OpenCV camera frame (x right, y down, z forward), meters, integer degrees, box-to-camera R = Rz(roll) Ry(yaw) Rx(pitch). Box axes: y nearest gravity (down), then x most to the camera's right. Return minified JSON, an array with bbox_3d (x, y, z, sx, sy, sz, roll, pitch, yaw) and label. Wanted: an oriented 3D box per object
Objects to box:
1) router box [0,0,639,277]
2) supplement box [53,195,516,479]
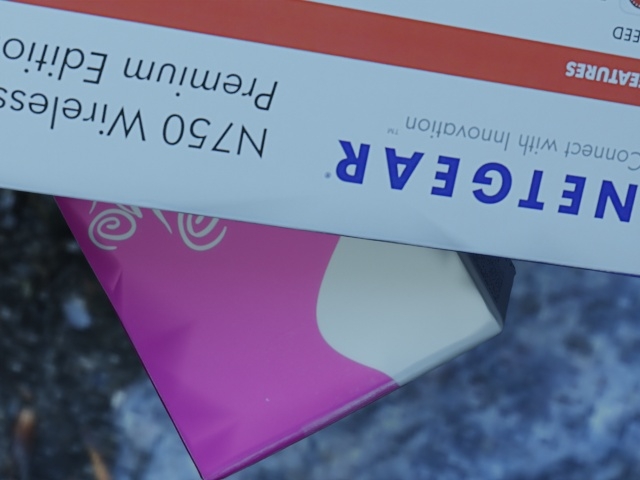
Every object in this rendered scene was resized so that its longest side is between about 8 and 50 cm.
[{"bbox_3d":[-0.048,-0.162,0.389,0.335,0.082,0.301,8,102,-16],"label":"router box"},{"bbox_3d":[0.000,0.000,0.611,0.111,0.220,0.114,-28,91,8],"label":"supplement box"}]
